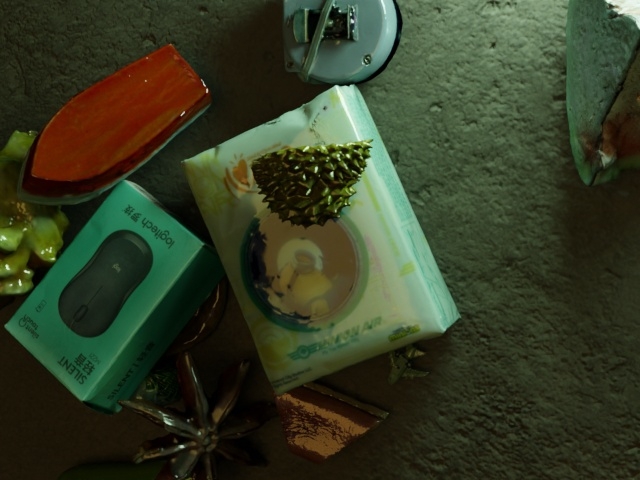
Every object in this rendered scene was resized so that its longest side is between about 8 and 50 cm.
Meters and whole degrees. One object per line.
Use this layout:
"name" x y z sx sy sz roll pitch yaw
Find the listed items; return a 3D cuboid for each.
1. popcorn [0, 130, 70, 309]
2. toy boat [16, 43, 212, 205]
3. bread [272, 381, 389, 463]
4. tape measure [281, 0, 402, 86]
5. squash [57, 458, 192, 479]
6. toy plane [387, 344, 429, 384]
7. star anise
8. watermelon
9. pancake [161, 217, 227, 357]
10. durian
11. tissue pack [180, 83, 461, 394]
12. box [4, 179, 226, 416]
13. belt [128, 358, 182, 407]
"popcorn" -0.567 -0.037 1.562 0.321 0.290 0.326 -14 129 -8
"toy boat" -0.330 -0.164 1.515 0.332 0.133 0.145 -38 88 -20
"bread" -0.002 0.288 1.547 0.192 0.067 0.119 24 95 13
"tape measure" 0.027 -0.321 1.449 0.181 0.107 0.182 -4 92 25
"squash" -0.322 0.417 1.661 0.292 0.082 0.082 -8 94 19
"toy plane" 0.127 0.193 1.511 0.080 0.033 0.083 40 107 22
"star anise" -0.194 0.305 1.542 0.088 0.288 0.288 15 104 57
"watermelon" 0.454 -0.220 1.260 0.289 0.213 0.320 9 87 16
"pancake" -0.269 0.075 1.630 0.250 0.031 0.250 0 91 18
"durian" -0.012 -0.072 1.316 0.186 0.119 0.108 -11 89 14
"tissue pack" 0.000 0.000 1.466 0.287 0.162 0.388 -23 89 16
"box" -0.315 0.087 1.520 0.205 0.118 0.311 37 87 27
"belt" -0.290 0.242 1.601 0.151 0.121 0.079 1 97 50
